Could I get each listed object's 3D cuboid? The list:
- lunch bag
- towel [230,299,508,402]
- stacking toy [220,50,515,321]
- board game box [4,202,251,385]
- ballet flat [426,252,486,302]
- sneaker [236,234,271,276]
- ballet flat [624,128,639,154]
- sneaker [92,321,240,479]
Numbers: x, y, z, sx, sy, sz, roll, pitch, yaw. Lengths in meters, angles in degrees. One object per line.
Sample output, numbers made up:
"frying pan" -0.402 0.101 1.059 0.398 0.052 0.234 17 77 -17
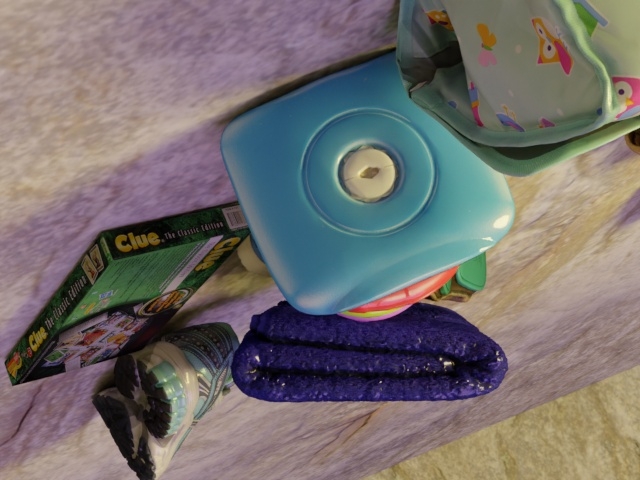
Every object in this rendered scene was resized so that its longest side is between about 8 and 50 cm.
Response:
"lunch bag" 0.184 -0.148 0.965 0.223 0.160 0.262 -24 -179 -18
"towel" 0.039 0.088 1.371 0.228 0.076 0.308 -1 -179 0
"stacking toy" 0.032 0.000 1.187 0.175 0.165 0.302 -23 164 -7
"board game box" -0.165 0.048 1.314 0.136 0.030 0.260 -11 160 -34
"ballet flat" 0.082 0.010 1.443 0.106 0.107 0.316 0 167 14
"sneaker" 0.000 0.001 1.348 0.085 0.058 0.152 -23 160 26
"ballet flat" 0.360 -0.134 1.436 0.073 0.080 0.232 14 148 -17
"sneaker" -0.144 0.161 1.578 0.122 0.110 0.283 -29 172 -25
